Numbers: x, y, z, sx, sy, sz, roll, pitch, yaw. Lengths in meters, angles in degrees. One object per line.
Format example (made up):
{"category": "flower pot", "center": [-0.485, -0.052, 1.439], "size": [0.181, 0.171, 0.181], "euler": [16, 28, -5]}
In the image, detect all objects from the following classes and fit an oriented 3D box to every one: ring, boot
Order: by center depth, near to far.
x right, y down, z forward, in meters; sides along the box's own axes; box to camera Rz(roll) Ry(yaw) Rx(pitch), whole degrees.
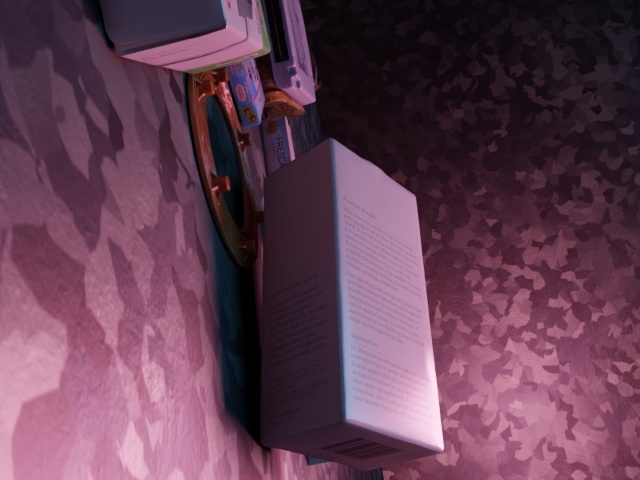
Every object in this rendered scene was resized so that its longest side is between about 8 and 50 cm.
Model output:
{"category": "ring", "center": [-0.134, -0.124, 1.106], "size": [0.336, 0.032, 0.337], "euler": [-10, 90, -85]}
{"category": "boot", "center": [-0.112, -0.419, 1.641], "size": [0.236, 0.089, 0.270], "euler": [28, 49, -83]}

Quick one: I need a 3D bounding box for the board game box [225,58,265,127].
{"category": "board game box", "center": [-0.148, -0.335, 1.339], "size": [0.160, 0.039, 0.212], "euler": [-91, 169, -63]}

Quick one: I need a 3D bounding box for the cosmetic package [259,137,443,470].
{"category": "cosmetic package", "center": [0.040, 0.098, 1.122], "size": [0.230, 0.161, 0.453], "euler": [29, 48, -40]}

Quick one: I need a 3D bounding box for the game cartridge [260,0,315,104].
{"category": "game cartridge", "center": [-0.072, -0.443, 1.529], "size": [0.198, 0.062, 0.297], "euler": [12, 68, -82]}

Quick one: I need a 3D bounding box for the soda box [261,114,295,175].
{"category": "soda box", "center": [-0.085, -0.174, 1.556], "size": [0.063, 0.058, 0.183], "euler": [66, 15, -66]}

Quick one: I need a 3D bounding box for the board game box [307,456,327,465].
{"category": "board game box", "center": [0.070, 0.321, 1.353], "size": [0.047, 0.210, 0.160], "euler": [57, 21, -73]}

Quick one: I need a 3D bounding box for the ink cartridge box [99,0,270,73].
{"category": "ink cartridge box", "center": [-0.153, -0.309, 0.812], "size": [0.289, 0.121, 0.211], "euler": [-69, 147, -79]}

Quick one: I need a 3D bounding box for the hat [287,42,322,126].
{"category": "hat", "center": [-0.069, -0.433, 1.874], "size": [0.331, 0.133, 0.332], "euler": [-11, 90, -85]}
